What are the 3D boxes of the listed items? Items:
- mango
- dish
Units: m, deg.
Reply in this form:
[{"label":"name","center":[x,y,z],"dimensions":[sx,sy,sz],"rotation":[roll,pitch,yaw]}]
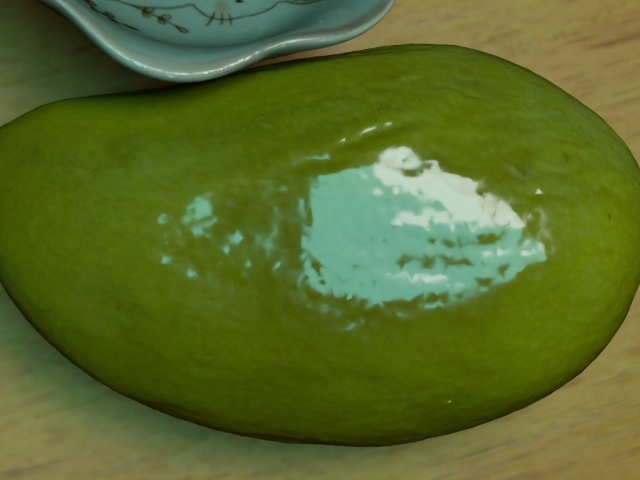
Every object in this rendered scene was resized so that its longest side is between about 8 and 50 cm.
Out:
[{"label":"mango","center":[0.004,0.008,0.663],"dimensions":[0.332,0.142,0.195],"rotation":[-9,85,-4]},{"label":"dish","center":[-0.069,-0.154,0.673],"dimensions":[0.230,0.081,0.229],"rotation":[6,59,-10]}]
